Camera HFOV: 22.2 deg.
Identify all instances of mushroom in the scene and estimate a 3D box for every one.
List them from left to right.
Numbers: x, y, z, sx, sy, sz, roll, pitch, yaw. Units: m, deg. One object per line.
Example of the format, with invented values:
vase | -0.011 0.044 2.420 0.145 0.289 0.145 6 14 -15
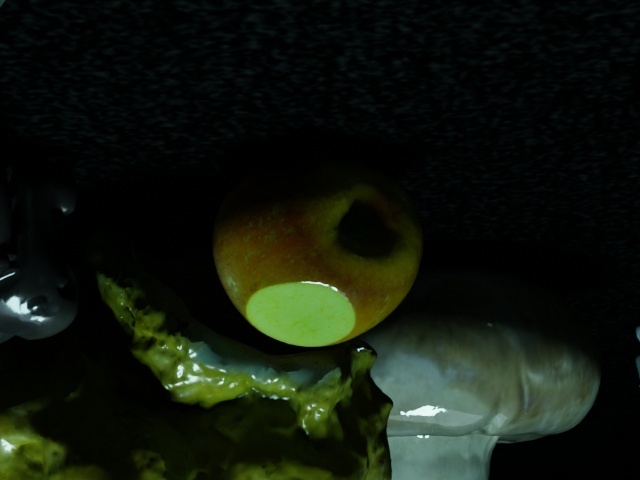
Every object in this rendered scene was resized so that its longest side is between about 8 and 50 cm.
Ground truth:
mushroom | 0.083 0.133 1.171 0.243 0.244 0.243 -1 166 0

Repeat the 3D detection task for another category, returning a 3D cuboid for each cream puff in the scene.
cream puff | -0.086 0.087 0.980 0.281 0.282 0.185 1 138 -9

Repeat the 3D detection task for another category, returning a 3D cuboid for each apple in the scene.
apple | 0.000 0.000 0.899 0.114 0.099 0.102 37 138 -27

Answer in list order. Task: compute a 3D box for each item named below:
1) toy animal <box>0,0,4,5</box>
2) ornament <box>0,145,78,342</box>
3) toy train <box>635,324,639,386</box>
toy animal | -0.110 -0.056 0.355 0.125 0.251 0.127 2 166 0
ornament | -0.266 -0.025 0.799 0.251 0.106 0.260 -8 159 18
toy train | 0.342 0.095 1.336 0.127 0.089 0.219 -7 168 -22
